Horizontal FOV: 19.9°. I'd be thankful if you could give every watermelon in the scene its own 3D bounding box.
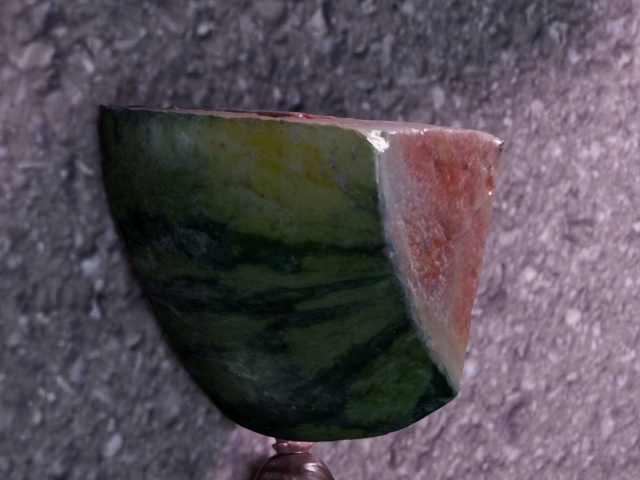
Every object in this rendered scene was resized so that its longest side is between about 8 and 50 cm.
[{"bbox_3d":[0.000,0.000,1.245,0.201,0.213,0.261,-40,123,-44],"label":"watermelon"}]

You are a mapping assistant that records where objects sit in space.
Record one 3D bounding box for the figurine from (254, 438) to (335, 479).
[{"bbox_3d":[0.002,0.195,1.327,0.129,0.054,0.072,45,65,-33],"label":"figurine"}]
